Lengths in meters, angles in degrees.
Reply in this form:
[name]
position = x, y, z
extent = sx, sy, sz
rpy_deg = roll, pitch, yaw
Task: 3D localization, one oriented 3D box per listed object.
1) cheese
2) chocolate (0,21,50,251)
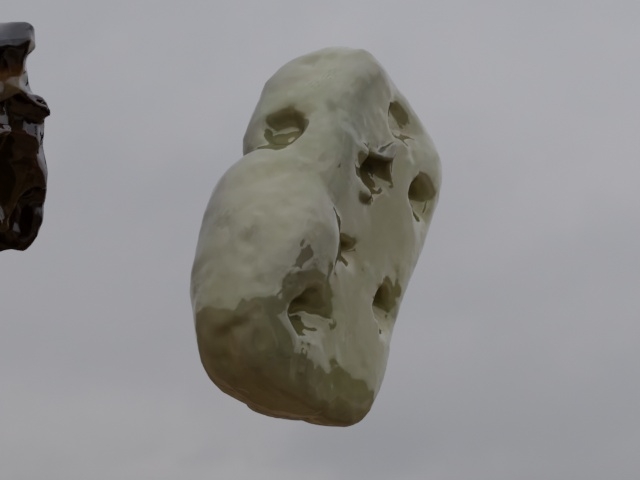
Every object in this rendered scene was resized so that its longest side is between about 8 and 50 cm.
[cheese]
position = 0.002, 0.000, 1.188
extent = 0.093, 0.263, 0.159
rpy_deg = -6, -44, 33
[chocolate]
position = -0.183, -0.015, 0.727
extent = 0.177, 0.206, 0.224
rpy_deg = 4, -51, -33
